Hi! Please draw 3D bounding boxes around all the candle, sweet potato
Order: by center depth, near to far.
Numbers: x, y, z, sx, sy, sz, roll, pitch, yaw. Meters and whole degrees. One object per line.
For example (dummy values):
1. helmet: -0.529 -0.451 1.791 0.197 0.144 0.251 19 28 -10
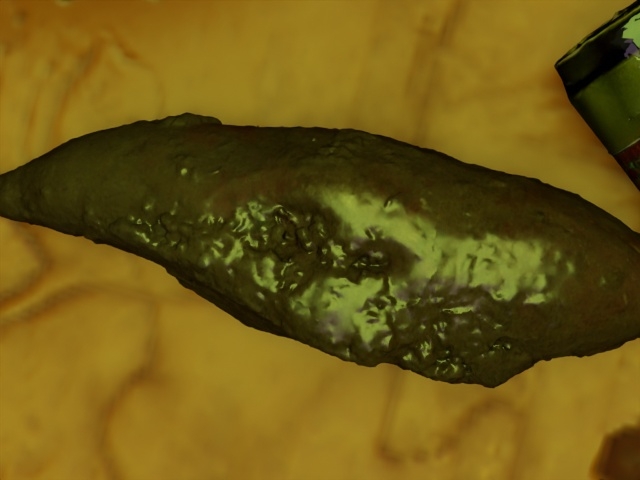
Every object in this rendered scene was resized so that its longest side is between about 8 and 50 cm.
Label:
1. candle: 0.119 -0.009 0.463 0.052 0.052 0.131 -37 92 2
2. sweet potato: 0.000 0.000 0.464 0.206 0.060 0.068 13 57 12
